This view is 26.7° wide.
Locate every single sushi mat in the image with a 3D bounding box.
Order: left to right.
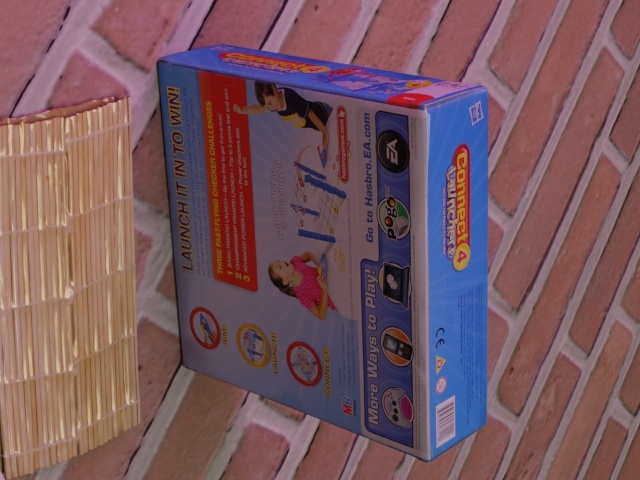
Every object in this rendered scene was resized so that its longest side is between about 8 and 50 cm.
[{"bbox_3d":[-0.220,0.041,1.158,0.151,0.019,0.317,-18,116,-46],"label":"sushi mat"}]

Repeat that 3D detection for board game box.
[{"bbox_3d":[0.000,0.000,1.178,0.086,0.302,0.308,-23,119,-43],"label":"board game box"}]

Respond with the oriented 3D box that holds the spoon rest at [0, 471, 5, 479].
[{"bbox_3d":[-0.282,0.253,1.028,0.276,0.084,0.137,2,90,-83],"label":"spoon rest"}]
